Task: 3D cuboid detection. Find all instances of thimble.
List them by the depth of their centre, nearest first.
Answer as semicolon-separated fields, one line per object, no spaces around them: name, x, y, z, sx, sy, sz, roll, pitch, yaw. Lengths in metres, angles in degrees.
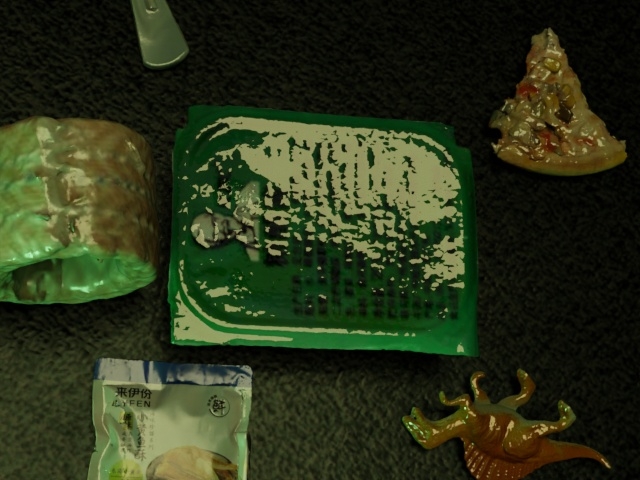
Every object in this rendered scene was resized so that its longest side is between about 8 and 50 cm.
thimble;-0.253;-0.021;1.110;0.195;0.229;0.148;1;75;-32

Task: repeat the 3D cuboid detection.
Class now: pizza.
pizza;0.289;-0.174;1.376;0.185;0.052;0.195;0;74;-16

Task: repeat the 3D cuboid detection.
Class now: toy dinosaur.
toy dinosaur;0.210;0.223;1.239;0.212;0.057;0.142;44;81;3

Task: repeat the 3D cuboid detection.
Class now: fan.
fan;-0.225;-0.329;1.319;0.057;0.023;0.282;-21;79;-9

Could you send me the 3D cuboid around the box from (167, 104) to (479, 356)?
box;0.000;0.000;1.229;0.336;0.106;0.264;4;73;-11

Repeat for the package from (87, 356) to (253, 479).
package;-0.156;0.211;1.171;0.171;0.027;0.173;4;77;-12
